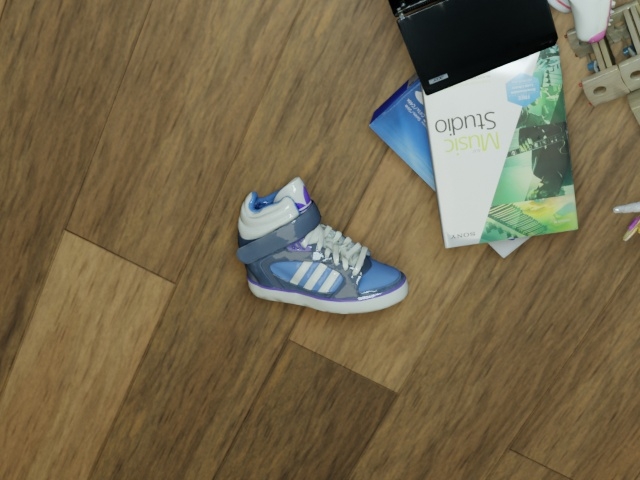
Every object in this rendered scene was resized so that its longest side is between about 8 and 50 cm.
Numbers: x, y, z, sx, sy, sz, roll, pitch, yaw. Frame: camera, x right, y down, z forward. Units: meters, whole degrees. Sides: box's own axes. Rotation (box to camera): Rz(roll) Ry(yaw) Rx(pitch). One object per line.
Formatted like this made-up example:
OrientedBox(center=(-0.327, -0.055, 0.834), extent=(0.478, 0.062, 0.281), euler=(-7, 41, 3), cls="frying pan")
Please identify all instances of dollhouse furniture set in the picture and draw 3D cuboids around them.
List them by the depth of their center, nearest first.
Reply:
OrientedBox(center=(0.508, -0.273, 1.868), extent=(0.129, 0.129, 0.183), euler=(-22, 139, 21), cls="dollhouse furniture set")

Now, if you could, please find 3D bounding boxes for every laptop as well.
OrientedBox(center=(0.225, -0.410, 1.797), extent=(0.234, 0.136, 0.264), euler=(-21, 76, 8), cls="laptop")

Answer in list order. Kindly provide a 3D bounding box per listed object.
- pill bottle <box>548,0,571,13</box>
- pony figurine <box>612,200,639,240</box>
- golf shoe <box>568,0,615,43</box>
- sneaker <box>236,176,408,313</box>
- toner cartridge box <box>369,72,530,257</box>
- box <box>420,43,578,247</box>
OrientedBox(center=(0.420, -0.449, 1.800), extent=(0.087, 0.087, 0.160), euler=(39, 117, -8), cls="pill bottle")
OrientedBox(center=(0.678, -0.114, 1.810), extent=(0.351, 0.303, 0.363), euler=(23, 94, -15), cls="pony figurine")
OrientedBox(center=(0.364, -0.440, 1.688), extent=(0.140, 0.115, 0.306), euler=(-12, 115, 3), cls="golf shoe")
OrientedBox(center=(0.000, 0.000, 2.078), extent=(0.323, 0.130, 0.236), euler=(5, 120, 16), cls="sneaker")
OrientedBox(center=(0.267, -0.147, 1.984), extent=(0.348, 0.075, 0.165), euler=(43, 116, -10), cls="toner cartridge box")
OrientedBox(center=(0.301, -0.158, 1.896), extent=(0.232, 0.058, 0.322), euler=(-9, 107, 6), cls="box")
